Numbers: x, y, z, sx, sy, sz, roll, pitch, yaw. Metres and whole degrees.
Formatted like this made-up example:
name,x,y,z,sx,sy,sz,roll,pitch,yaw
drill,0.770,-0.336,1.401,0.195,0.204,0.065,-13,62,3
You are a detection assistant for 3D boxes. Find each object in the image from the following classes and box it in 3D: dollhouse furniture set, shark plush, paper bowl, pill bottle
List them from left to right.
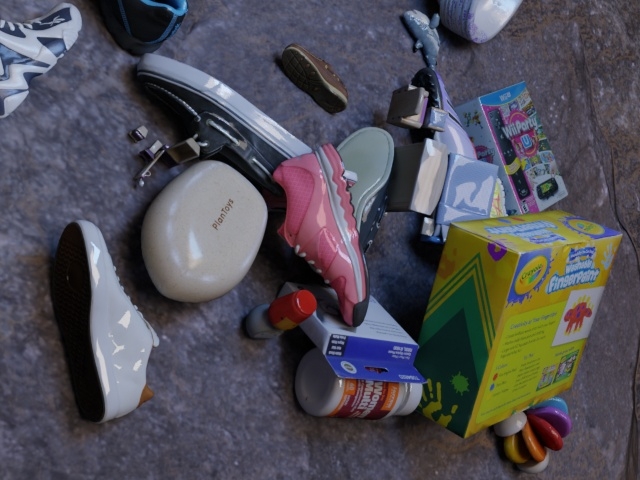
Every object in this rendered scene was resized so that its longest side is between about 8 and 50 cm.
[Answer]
name,x,y,z,sx,sy,sz,roll,pitch,yaw
dollhouse furniture set,-0.258,-0.135,1.351,0.091,0.114,0.081,50,54,-23
pill bottle,0.072,0.259,1.530,0.221,0.121,0.121,13,69,-39
shark plush,0.233,-0.450,1.960,0.067,0.073,0.161,-23,115,-25
dollhouse furniture set,0.286,-0.133,1.699,0.304,0.198,0.286,15,86,-22
paper bowl,0.375,-0.617,1.996,0.148,0.284,0.284,34,42,23

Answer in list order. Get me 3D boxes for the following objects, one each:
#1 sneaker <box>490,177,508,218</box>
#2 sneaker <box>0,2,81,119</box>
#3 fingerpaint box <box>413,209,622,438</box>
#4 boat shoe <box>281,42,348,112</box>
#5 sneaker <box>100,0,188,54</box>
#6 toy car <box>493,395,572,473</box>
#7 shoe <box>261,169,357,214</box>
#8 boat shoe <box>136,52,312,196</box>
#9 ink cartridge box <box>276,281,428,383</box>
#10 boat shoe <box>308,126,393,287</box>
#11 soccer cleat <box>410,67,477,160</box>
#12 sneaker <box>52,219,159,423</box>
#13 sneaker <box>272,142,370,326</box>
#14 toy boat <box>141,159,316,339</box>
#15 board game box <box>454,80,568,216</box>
name,x,y,z,sx,sy,sz,roll,pitch,yaw
sneaker,0.368,-0.076,1.933,0.094,0.082,0.208,-27,96,-41
sneaker,-0.456,-0.300,1.226,0.153,0.094,0.235,49,60,-32
fingerpaint box,0.384,0.144,1.692,0.445,0.163,0.370,-8,117,-48
boat shoe,-0.009,-0.325,1.674,0.178,0.064,0.060,41,48,-35
sneaker,-0.335,-0.469,1.358,0.340,0.140,0.125,52,52,-16
toy car,0.473,0.403,1.847,0.159,0.136,0.182,55,48,-15
shoe,-0.020,-0.087,1.555,0.178,0.063,0.081,1,79,-10
boat shoe,-0.170,-0.187,1.435,0.335,0.121,0.119,31,82,-17
ink cartridge box,0.064,0.161,1.508,0.223,0.045,0.224,12,25,-41
boat shoe,0.062,-0.060,1.630,0.113,0.127,0.339,77,24,-57
soccer cleat,0.276,-0.221,1.863,0.117,0.109,0.318,-15,92,-31
sneaker,-0.308,0.110,1.247,0.123,0.106,0.289,-12,97,-48
sneaker,0.000,0.000,1.453,0.116,0.136,0.313,-85,162,-86
toy boat,-0.154,0.040,1.390,0.318,0.148,0.267,46,46,-14
board game box,0.449,-0.206,2.036,0.224,0.098,0.303,-26,94,-44
